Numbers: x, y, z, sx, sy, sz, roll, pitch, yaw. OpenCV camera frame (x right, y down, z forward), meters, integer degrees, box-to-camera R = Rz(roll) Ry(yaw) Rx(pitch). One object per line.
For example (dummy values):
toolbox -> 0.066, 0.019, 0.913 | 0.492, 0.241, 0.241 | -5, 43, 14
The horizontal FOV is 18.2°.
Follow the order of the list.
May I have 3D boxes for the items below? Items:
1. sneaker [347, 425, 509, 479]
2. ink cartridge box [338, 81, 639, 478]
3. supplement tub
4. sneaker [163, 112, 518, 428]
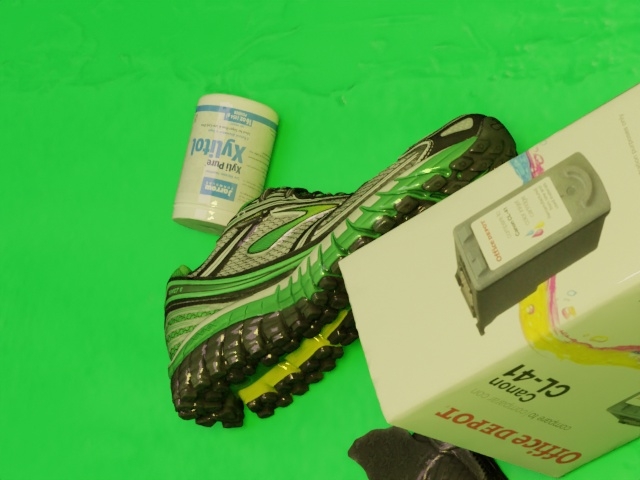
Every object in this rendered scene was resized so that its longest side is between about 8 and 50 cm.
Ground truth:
sneaker -> 0.088, 0.187, 1.444 | 0.089, 0.051, 0.170 | -47, 48, 16
ink cartridge box -> 0.205, 0.023, 1.294 | 0.306, 0.226, 0.131 | -33, 57, 26
supplement tub -> -0.077, -0.061, 1.635 | 0.071, 0.071, 0.107 | 4, 78, 38
sneaker -> 0.000, 0.000, 1.516 | 0.343, 0.134, 0.146 | -34, 57, 25
